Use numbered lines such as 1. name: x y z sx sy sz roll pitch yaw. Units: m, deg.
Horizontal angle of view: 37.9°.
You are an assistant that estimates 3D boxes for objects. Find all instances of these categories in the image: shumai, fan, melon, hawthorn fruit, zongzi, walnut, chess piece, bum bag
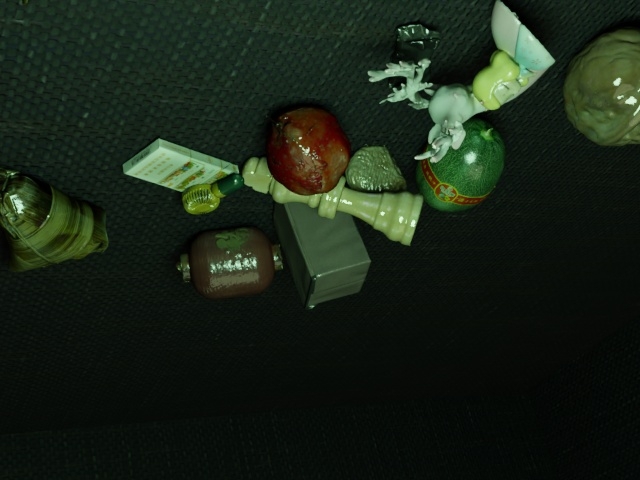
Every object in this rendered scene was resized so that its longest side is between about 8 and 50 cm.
1. shumai: 0.115 -0.144 2.134 0.146 0.145 0.116 -7 174 -15
2. fan: -0.232 -0.102 2.025 0.155 0.039 0.082 -26 154 25
3. melon: 0.315 -0.172 2.083 0.182 0.182 0.287 -5 152 -19
4. hawthorn fruit: -0.039 -0.190 1.882 0.181 0.181 0.235 -25 150 20
5. zongzi: -0.638 -0.025 1.958 0.288 0.134 0.286 -19 148 25
6. walnut: 0.635 -0.312 1.925 0.227 0.273 0.273 -39 163 -25
7. chess piece: 0.022 -0.101 2.029 0.397 0.117 0.117 17 150 1
8. bum bag: 0.181 -0.350 1.820 0.087 0.049 0.197 -6 153 -6

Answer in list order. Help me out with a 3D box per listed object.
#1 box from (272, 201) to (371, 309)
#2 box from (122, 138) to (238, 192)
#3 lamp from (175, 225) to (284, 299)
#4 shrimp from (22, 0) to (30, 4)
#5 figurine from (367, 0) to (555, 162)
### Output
1. box: 0.000 0.000 2.181 0.153 0.252 0.188 -14 155 -13
2. box: -0.294 -0.150 1.978 0.122 0.032 0.220 -31 150 33
3. lamp: -0.219 0.051 2.259 0.258 0.180 0.180 -6 153 -3
4. shrimp: -0.410 -0.428 1.394 0.148 0.035 0.195 -12 152 -11
5. figurine: 0.262 -0.299 1.749 0.315 0.206 0.284 -46 165 14
